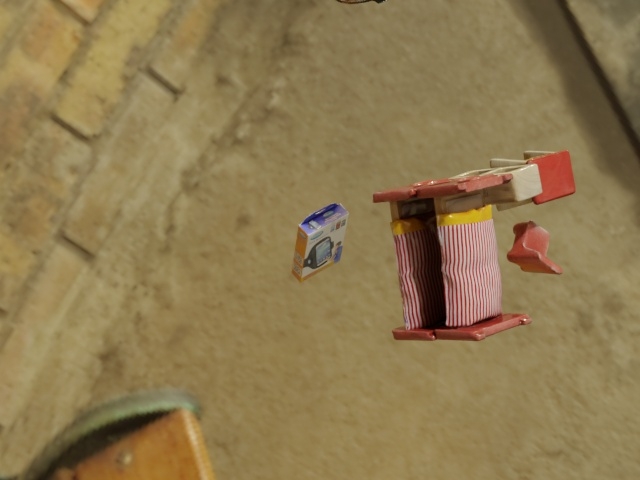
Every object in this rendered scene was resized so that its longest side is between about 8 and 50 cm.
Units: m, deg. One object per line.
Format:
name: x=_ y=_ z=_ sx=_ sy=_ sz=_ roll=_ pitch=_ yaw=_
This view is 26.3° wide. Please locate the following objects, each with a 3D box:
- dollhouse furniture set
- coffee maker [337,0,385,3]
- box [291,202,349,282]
dollhouse furniture set: x=0.250 y=-0.003 z=1.842 sx=0.152 sy=0.374 sz=0.201 roll=-4 pitch=99 yaw=44
coffee maker: x=0.013 y=-0.287 z=1.003 sx=0.120 sy=0.178 sz=0.171 roll=1 pitch=71 yaw=11
box: x=0.000 y=0.000 z=2.095 sx=0.081 sy=0.136 sz=0.028 roll=-29 pitch=62 yaw=-26
